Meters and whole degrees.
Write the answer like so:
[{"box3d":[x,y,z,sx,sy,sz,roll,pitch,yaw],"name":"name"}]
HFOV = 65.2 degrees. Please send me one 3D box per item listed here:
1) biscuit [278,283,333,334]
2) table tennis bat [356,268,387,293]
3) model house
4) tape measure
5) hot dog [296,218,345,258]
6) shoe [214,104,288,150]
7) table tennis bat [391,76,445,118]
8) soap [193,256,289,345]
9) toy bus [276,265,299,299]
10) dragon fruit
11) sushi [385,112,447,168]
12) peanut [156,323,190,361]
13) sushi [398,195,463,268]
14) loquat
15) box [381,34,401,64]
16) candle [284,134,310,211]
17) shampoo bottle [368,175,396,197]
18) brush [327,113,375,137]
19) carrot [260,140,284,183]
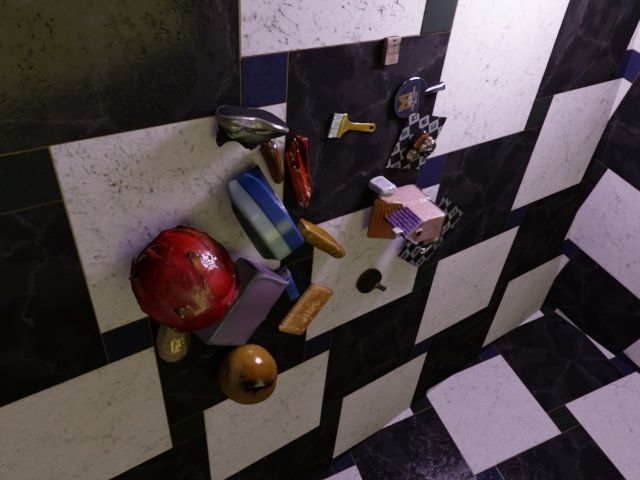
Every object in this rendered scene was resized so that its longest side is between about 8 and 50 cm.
[{"box3d":[-0.059,0.293,2.104,0.249,0.030,0.160,-53,141,8],"name":"biscuit"},{"box3d":[0.241,0.196,2.298,0.130,0.019,0.220,-51,139,8],"name":"table tennis bat"},{"box3d":[0.320,-0.069,1.979,0.237,0.237,0.202,-14,138,-27],"name":"model house"},{"box3d":[-0.166,-0.064,1.539,0.138,0.262,0.259,-32,139,-1],"name":"tape measure"},{"box3d":[0.000,0.001,1.874,0.068,0.083,0.289,-34,143,16],"name":"hot dog"},{"box3d":[-0.201,-0.310,1.418,0.228,0.099,0.112,2,128,-38],"name":"shoe"},{"box3d":[0.347,-0.517,1.777,0.236,0.027,0.150,-24,137,-21],"name":"table tennis bat"},{"box3d":[-0.268,0.219,1.717,0.296,0.107,0.285,-55,159,-1],"name":"soap"},{"box3d":[-0.123,0.164,1.914,0.051,0.061,0.153,-30,140,-11],"name":"toy bus"},{"box3d":[-0.393,0.110,1.457,0.302,0.295,0.295,42,92,-17],"name":"dragon fruit"},{"box3d":[0.381,-0.361,1.906,0.220,0.047,0.231,-6,130,-40],"name":"sushi"},{"box3d":[-0.472,0.271,1.649,0.111,0.125,0.274,9,111,-22],"name":"peanut"},{"box3d":[0.480,-0.045,2.277,0.339,0.069,0.320,-54,149,9],"name":"sushi"},{"box3d":[-0.282,0.522,1.949,0.235,0.235,0.235,-24,136,-25],"name":"loquat"},{"box3d":[0.224,-0.604,1.590,0.053,0.024,0.083,-21,136,-28],"name":"box"},{"box3d":[-0.064,-0.212,1.645,0.084,0.059,0.301,-23,137,-12],"name":"candle"},{"box3d":[0.239,-0.200,1.891,0.072,0.099,0.043,-23,136,-27],"name":"shampoo bottle"},{"box3d":[0.112,-0.385,1.691,0.205,0.011,0.083,-8,127,-39],"name":"brush"},{"box3d":[-0.145,-0.241,1.554,0.055,0.055,0.161,-34,142,-14],"name":"carrot"}]
